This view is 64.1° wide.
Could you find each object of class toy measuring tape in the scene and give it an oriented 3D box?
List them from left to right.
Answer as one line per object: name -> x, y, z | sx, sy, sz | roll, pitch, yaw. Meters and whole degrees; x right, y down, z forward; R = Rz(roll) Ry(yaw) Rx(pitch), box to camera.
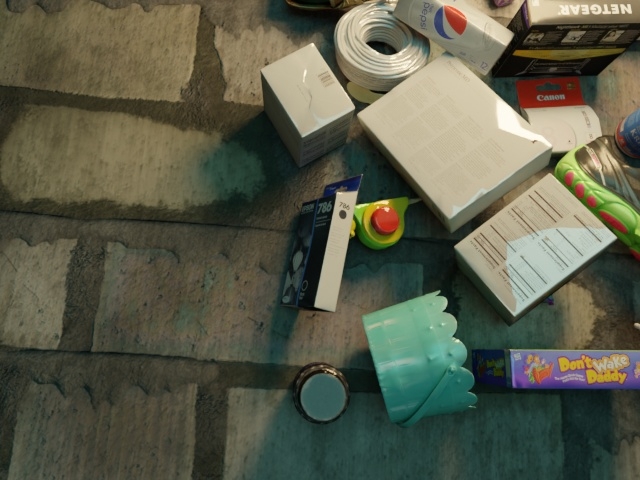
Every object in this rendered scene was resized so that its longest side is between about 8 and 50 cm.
toy measuring tape -> 0.203, -0.046, 1.266 | 0.329, 0.121, 0.122 | -10, 78, -17

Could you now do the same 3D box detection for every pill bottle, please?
pill bottle -> 0.000, 0.329, 1.111 | 0.122, 0.219, 0.123 | 1, 78, -3
pill bottle -> 0.864, -0.301, 1.288 | 0.124, 0.221, 0.124 | 1, 78, -2

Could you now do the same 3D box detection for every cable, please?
cable -> 0.159, -0.512, 1.344 | 0.257, 0.089, 0.257 | -13, 69, -11

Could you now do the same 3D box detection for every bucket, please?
bucket -> 0.207, 0.259, 1.116 | 0.183, 0.281, 0.281 | -16, 79, 3

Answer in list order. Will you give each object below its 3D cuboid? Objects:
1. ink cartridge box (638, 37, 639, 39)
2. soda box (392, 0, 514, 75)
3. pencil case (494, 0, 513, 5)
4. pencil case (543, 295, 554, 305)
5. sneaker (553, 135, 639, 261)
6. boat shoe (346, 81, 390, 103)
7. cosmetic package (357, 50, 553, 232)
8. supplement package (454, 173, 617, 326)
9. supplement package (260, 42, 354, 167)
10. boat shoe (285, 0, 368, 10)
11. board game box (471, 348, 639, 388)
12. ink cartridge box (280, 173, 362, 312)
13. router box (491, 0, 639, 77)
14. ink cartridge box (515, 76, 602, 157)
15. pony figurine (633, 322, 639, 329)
ink cartridge box -> 0.816, -0.714, 1.401 | 0.394, 0.166, 0.286 | -1, 79, -2
soda box -> 0.329, -0.537, 1.269 | 0.286, 0.091, 0.098 | 36, 49, 5
pencil case -> 0.493, -0.766, 1.437 | 0.086, 0.088, 0.206 | -22, 81, -9
pencil case -> 0.555, 0.080, 1.271 | 0.070, 0.064, 0.152 | 17, 78, -19
sneaker -> 0.814, -0.075, 1.249 | 0.483, 0.185, 0.202 | 43, 92, 5
boat shoe -> 0.134, -0.394, 1.364 | 0.133, 0.049, 0.042 | 23, 49, 9
cosmetic package -> 0.312, -0.247, 1.239 | 0.284, 0.097, 0.377 | -36, 64, 2
supplement package -> 0.472, 0.030, 1.164 | 0.262, 0.199, 0.198 | -38, 68, 4
supplement package -> -0.035, -0.323, 1.257 | 0.149, 0.203, 0.194 | -29, 82, -9
boat shoe -> 0.054, -0.657, 1.338 | 0.323, 0.123, 0.120 | 4, 56, 23
board game box -> 0.547, 0.283, 1.142 | 0.346, 0.233, 0.078 | 1, 78, -3
ink cartridge box -> 0.000, 0.000, 1.208 | 0.065, 0.165, 0.333 | 20, 74, -28
router box -> 0.628, -0.516, 1.312 | 0.308, 0.243, 0.081 | -2, 78, -4
ink cartridge box -> 0.638, -0.339, 1.371 | 0.188, 0.066, 0.233 | -4, 82, -4
pony figurine -> 0.916, 0.290, 1.165 | 0.350, 0.303, 0.364 | -14, 94, 3
